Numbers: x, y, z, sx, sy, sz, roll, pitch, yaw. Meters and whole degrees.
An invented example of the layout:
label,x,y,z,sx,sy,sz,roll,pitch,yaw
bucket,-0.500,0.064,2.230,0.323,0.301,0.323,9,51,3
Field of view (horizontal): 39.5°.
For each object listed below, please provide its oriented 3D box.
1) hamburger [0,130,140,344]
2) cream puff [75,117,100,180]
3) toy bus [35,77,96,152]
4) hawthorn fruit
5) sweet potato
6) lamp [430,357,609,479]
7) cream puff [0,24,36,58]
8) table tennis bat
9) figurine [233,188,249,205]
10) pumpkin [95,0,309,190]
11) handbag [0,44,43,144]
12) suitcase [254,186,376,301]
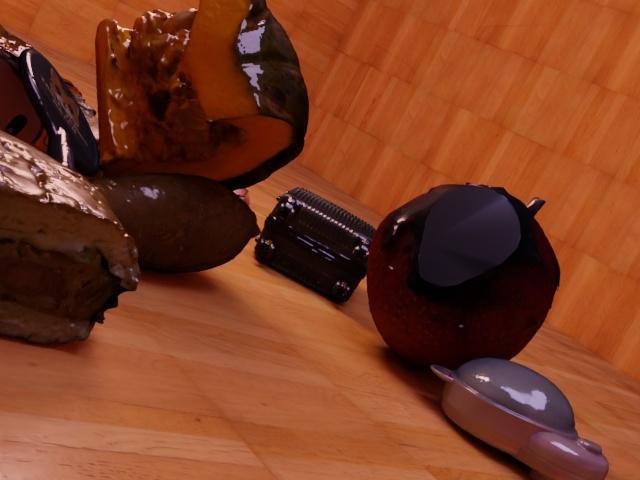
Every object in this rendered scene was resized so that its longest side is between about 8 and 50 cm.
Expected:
label,x,y,z,sx,sy,sz,roll,pitch,yaw
hamburger,-0.299,-0.025,0.729,0.308,0.133,0.211,18,15,-46
cream puff,-0.315,-0.112,1.313,0.143,0.103,0.126,27,21,-4
toy bus,-0.461,-0.225,1.571,0.092,0.093,0.409,23,8,-27
hawthorn fruit,0.200,0.056,1.305,0.315,0.316,0.316,28,8,-4
sweet potato,-0.206,-0.023,1.053,0.130,0.131,0.422,32,12,24
lamp,0.263,0.224,1.142,0.179,0.108,0.246,13,17,-47
cream puff,-0.601,-0.314,1.481,0.241,0.155,0.269,38,5,25
table tennis bat,-0.274,-0.117,0.940,0.150,0.027,0.236,62,2,-35
figurine,-0.202,-0.096,1.574,0.102,0.112,0.195,8,-6,39
pumpkin,-0.166,-0.184,1.179,0.303,0.226,0.256,-10,-11,9
handbag,-0.411,-0.154,0.994,0.116,0.179,0.205,42,-6,27
suitcase,0.000,0.000,1.580,0.202,0.128,0.312,29,7,1
